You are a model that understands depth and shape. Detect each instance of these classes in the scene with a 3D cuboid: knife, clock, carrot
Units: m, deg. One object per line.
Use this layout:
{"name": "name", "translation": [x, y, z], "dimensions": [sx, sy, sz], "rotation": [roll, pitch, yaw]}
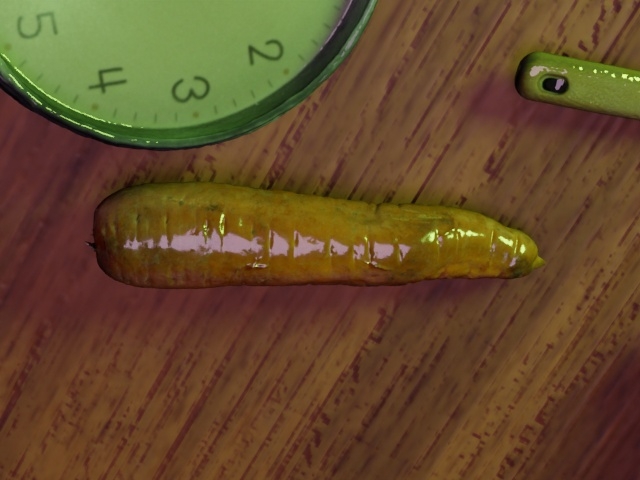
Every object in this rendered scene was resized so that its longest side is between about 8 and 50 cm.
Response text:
{"name": "knife", "translation": [0.244, -0.053, 0.760], "dimensions": [0.297, 0.017, 0.047], "rotation": [9, 111, -8]}
{"name": "clock", "translation": [-0.071, -0.150, 0.667], "dimensions": [0.226, 0.049, 0.226], "rotation": [-7, 110, -18]}
{"name": "carrot", "translation": [0.000, 0.000, 0.759], "dimensions": [0.247, 0.059, 0.059], "rotation": [2, 110, -4]}
